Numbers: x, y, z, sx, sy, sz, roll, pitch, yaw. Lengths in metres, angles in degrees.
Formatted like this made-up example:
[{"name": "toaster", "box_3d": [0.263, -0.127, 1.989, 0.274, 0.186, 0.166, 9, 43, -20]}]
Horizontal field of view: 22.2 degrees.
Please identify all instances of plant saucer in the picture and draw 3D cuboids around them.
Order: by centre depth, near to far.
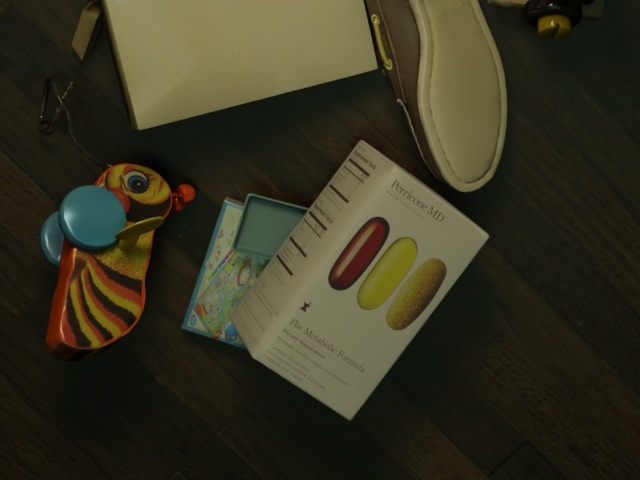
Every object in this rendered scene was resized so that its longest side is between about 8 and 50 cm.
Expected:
[{"name": "plant saucer", "box_3d": [0.000, 0.000, 1.777, 0.192, 0.018, 0.067, 14, 102, -17]}]

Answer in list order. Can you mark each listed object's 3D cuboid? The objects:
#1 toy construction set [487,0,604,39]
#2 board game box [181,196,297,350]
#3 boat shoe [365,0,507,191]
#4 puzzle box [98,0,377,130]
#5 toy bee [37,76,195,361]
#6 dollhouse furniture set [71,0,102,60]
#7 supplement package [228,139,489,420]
[{"name": "toy construction set", "box_3d": [0.285, -0.345, 1.664, 0.309, 0.237, 0.257, -19, 70, -11]}, {"name": "board game box", "box_3d": [-0.081, 0.041, 1.807, 0.103, 0.026, 0.154, 19, 101, -2]}, {"name": "boat shoe", "box_3d": [0.111, -0.210, 1.717, 0.117, 0.097, 0.324, -24, 106, -33]}, {"name": "puzzle box", "box_3d": [-0.112, -0.342, 1.678, 0.272, 0.052, 0.408, -15, 100, -15]}, {"name": "toy bee", "box_3d": [-0.209, -0.020, 1.734, 0.162, 0.195, 0.298, 4, 91, -24]}, {"name": "dollhouse furniture set", "box_3d": [-0.207, -0.241, 1.745, 0.081, 0.091, 0.114, 27, 130, -1]}, {"name": "supplement package", "box_3d": [0.037, 0.039, 1.716, 0.139, 0.134, 0.244, 34, 95, -21]}]
